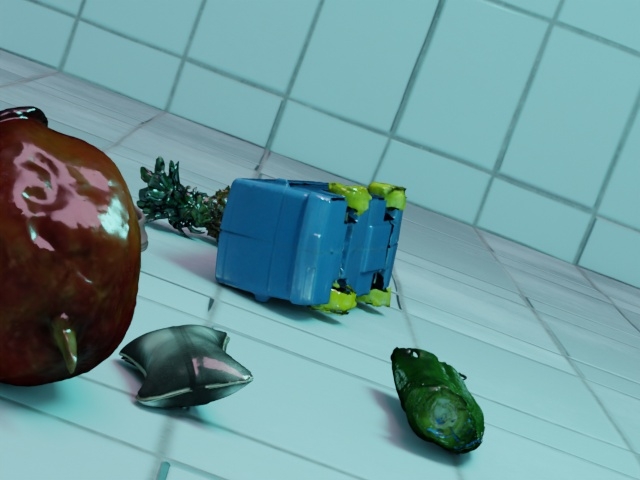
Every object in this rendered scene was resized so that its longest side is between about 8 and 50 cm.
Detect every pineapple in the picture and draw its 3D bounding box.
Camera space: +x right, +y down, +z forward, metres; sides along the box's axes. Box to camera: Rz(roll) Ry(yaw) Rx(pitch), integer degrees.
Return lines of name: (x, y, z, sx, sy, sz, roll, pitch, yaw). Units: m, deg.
pineapple: (-0.138, -0.043, 2.102, 0.221, 0.103, 0.083, 16, -25, -27)

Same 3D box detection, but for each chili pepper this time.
chili pepper: (0.111, 0.153, 1.523, 0.098, 0.061, 0.224, 34, 3, -5)

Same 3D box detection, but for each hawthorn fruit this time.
hawthorn fruit: (-0.212, 0.016, 1.175, 0.189, 0.189, 0.251, 14, 19, -39)

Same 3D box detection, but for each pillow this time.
pillow: (-0.112, 0.101, 1.305, 0.091, 0.055, 0.136, 17, 7, -15)

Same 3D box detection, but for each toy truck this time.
toy truck: (0.000, 0.000, 1.977, 0.162, 0.161, 0.385, 11, 5, 16)

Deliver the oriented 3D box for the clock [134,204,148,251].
clock: (-0.305, -0.037, 1.757, 0.244, 0.056, 0.244, 21, 10, -4)
